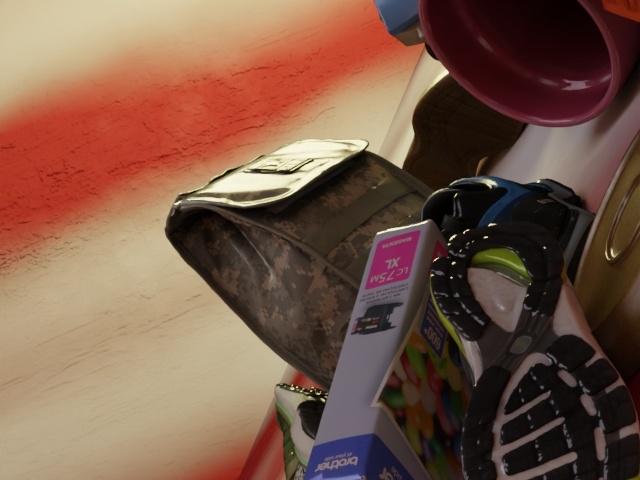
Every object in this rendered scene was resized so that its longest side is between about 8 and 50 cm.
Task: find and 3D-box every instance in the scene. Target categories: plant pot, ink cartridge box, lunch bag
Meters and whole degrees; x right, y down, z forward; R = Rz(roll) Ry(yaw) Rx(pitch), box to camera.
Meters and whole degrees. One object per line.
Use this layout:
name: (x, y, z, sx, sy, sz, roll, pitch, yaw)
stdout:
plant pot: (0.226, -0.014, 1.113, 0.236, 0.032, 0.236, -157, 90, -86)
ink cartridge box: (0.075, 0.155, 1.183, 0.065, 0.186, 0.311, -15, 36, 31)
plant pot: (0.215, -0.232, 1.442, 0.180, 0.201, 0.201, -53, -4, -28)
lunch bag: (0.000, 0.000, 1.771, 0.235, 0.287, 0.169, -34, -26, -52)

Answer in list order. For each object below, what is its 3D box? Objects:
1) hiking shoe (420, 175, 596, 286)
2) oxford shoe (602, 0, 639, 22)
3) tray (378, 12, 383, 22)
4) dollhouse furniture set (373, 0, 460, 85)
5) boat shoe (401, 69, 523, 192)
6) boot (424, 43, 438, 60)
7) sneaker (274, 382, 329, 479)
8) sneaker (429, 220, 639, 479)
hiking shoe: (0.151, -0.017, 1.388, 0.304, 0.132, 0.113, -163, 96, -86)
oxford shoe: (0.211, -0.260, 1.227, 0.133, 0.130, 0.364, -31, 36, -14)
tray: (0.176, -0.468, 1.951, 0.076, 0.203, 0.411, -127, 33, -65)
dollhouse furniture set: (0.176, -0.313, 1.727, 0.198, 0.286, 0.303, -31, 59, 20)
boat shoe: (0.180, -0.164, 1.950, 0.342, 0.123, 0.123, 107, -177, -67)
boot: (0.226, -0.284, 1.931, 0.219, 0.082, 0.106, -32, 2, 14)
sneaker: (0.011, 0.260, 1.766, 0.410, 0.158, 0.182, -100, 20, -89)
sneaker: (0.147, 0.114, 1.024, 0.300, 0.111, 0.121, -93, -19, -52)
